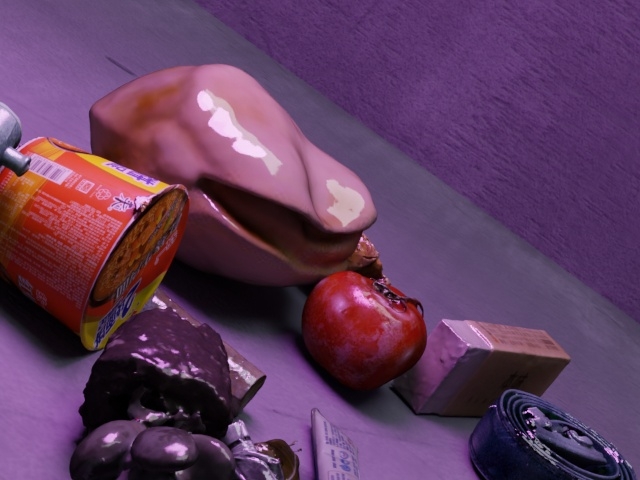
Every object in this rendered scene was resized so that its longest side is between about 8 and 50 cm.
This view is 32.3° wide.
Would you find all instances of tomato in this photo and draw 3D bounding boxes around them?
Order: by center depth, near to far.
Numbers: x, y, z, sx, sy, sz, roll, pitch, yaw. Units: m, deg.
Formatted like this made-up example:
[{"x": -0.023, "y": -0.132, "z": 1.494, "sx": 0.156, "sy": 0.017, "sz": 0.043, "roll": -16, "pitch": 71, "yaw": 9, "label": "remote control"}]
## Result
[{"x": 0.060, "y": 0.127, "z": 1.555, "sx": 0.187, "sy": 0.151, "sz": 0.187, "roll": 26, "pitch": 19, "yaw": -10, "label": "tomato"}]

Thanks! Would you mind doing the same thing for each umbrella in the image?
[{"x": -0.046, "y": 0.263, "z": 1.074, "sx": 0.046, "sy": 0.050, "sz": 0.188, "roll": 89, "pitch": -24, "yaw": -64, "label": "umbrella"}]

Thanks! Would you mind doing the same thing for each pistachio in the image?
[{"x": -0.121, "y": -0.087, "z": 1.560, "sx": 0.445, "sy": 0.281, "sz": 0.365, "roll": 22, "pitch": 13, "yaw": -31, "label": "pistachio"}]

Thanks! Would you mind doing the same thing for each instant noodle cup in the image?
[{"x": -0.272, "y": -0.009, "z": 1.232, "sx": 0.174, "sy": 0.213, "sz": 0.213, "roll": 29, "pitch": 16, "yaw": 9, "label": "instant noodle cup"}]

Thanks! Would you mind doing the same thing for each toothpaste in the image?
[{"x": 0.019, "y": 0.271, "z": 1.259, "sx": 0.069, "sy": 0.047, "sz": 0.268, "roll": 13, "pitch": 17, "yaw": -5, "label": "toothpaste"}]

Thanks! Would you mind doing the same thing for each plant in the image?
[{"x": -0.153, "y": 0.183, "z": 1.020, "sx": 0.149, "sy": 0.146, "sz": 0.274, "roll": 12, "pitch": 22, "yaw": -9, "label": "plant"}]

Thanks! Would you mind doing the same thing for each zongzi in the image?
[{"x": -0.035, "y": 0.275, "z": 1.178, "sx": 0.130, "sy": 0.062, "sz": 0.154, "roll": 60, "pitch": 6, "yaw": 12, "label": "zongzi"}]

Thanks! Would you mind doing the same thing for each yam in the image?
[{"x": -0.146, "y": 0.133, "z": 1.291, "sx": 0.169, "sy": 0.068, "sz": 0.068, "roll": 39, "pitch": 17, "yaw": 8, "label": "yam"}]

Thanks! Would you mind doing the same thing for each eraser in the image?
[{"x": 0.260, "y": 0.204, "z": 1.739, "sx": 0.343, "sy": 0.144, "sz": 0.078, "roll": 11, "pitch": 30, "yaw": -52, "label": "eraser"}]

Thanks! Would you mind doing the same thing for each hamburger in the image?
[{"x": 0.000, "y": 0.000, "z": 1.830, "sx": 0.262, "sy": 0.131, "sz": 0.124, "roll": 48, "pitch": -14, "yaw": 52, "label": "hamburger"}]

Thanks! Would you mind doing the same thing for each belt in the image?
[{"x": 0.341, "y": 0.327, "z": 1.601, "sx": 0.267, "sy": 0.116, "sz": 0.206, "roll": 27, "pitch": 21, "yaw": -15, "label": "belt"}]

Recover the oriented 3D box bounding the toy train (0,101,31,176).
[{"x": -0.412, "y": -0.066, "z": 1.059, "sx": 0.237, "sy": 0.150, "sz": 0.369, "roll": 31, "pitch": 38, "yaw": -4, "label": "toy train"}]
